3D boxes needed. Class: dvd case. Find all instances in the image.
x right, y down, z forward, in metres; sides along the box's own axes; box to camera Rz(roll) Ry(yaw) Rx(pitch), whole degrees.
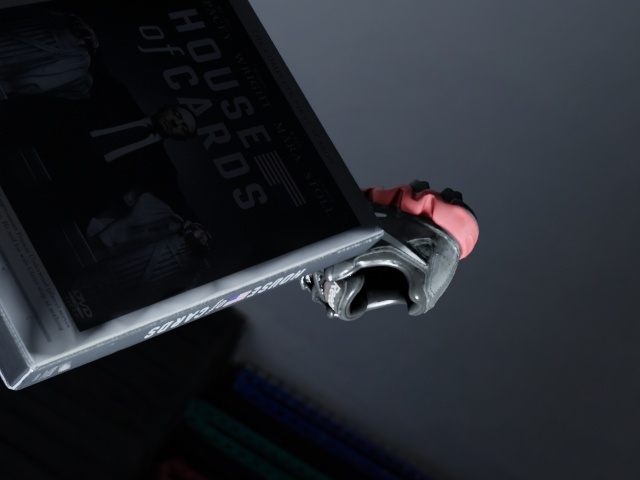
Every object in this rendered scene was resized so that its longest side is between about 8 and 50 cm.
[{"bbox_3d":[-0.092,-0.045,0.719,0.238,0.179,0.029,-21,167,-45],"label":"dvd case"}]

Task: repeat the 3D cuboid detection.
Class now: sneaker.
[{"bbox_3d":[0.000,0.000,1.363,0.098,0.276,0.135,83,23,-57],"label":"sneaker"}]
